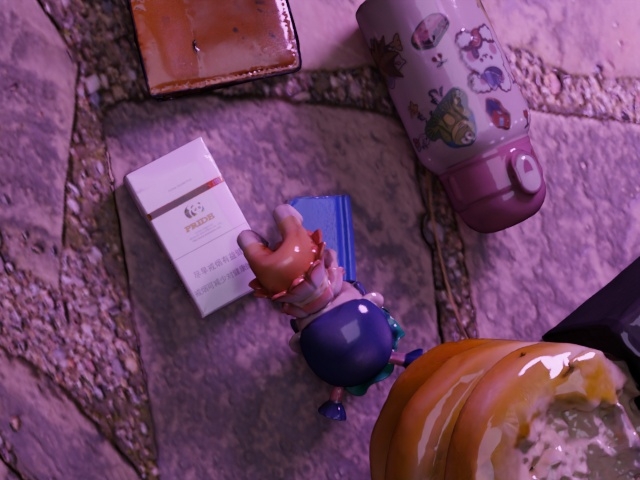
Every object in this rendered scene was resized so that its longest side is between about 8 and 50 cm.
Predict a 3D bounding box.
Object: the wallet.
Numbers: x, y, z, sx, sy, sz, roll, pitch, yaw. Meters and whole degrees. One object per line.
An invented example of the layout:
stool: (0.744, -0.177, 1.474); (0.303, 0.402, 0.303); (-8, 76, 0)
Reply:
wallet: (-0.112, -0.238, 1.562); (0.161, 0.042, 0.195); (-14, 85, -15)

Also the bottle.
bottle: (0.134, -0.130, 1.549); (0.120, 0.120, 0.253); (-25, 89, -11)

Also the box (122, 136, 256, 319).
box: (-0.114, -0.011, 1.538); (0.084, 0.040, 0.154); (-29, 89, -9)

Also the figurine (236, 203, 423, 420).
figurine: (0.001, 0.071, 1.502); (0.111, 0.102, 0.195); (-36, 119, 11)

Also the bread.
bread: (0.166, 0.243, 1.443); (0.211, 0.270, 0.315); (-36, 112, -36)

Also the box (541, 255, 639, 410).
box: (0.422, 0.062, 1.513); (0.345, 0.251, 0.204); (-37, 91, -9)

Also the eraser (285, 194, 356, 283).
eraser: (0.000, 0.000, 1.561); (0.063, 0.027, 0.084); (-2, 85, -8)
